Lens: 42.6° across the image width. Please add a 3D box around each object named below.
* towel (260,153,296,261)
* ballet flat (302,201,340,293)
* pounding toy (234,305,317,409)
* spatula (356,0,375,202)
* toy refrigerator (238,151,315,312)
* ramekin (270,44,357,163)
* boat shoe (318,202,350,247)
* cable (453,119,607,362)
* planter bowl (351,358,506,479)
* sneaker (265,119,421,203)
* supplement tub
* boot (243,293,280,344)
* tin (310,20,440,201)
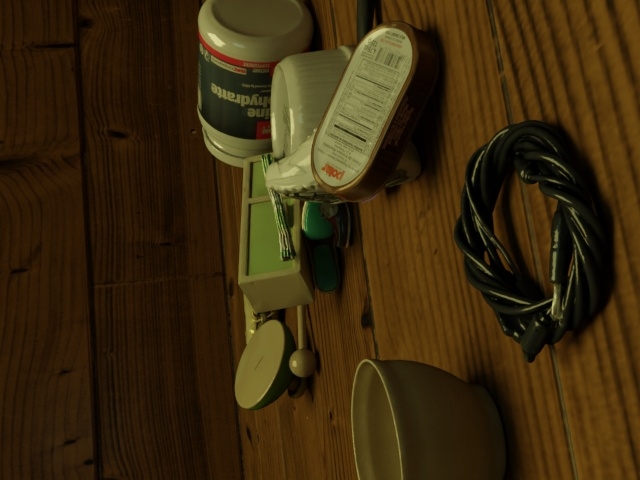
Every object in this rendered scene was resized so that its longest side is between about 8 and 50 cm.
[{"bbox_3d":[-0.065,-0.044,1.182,0.113,0.023,0.152,153,103,-83],"label":"towel"},{"bbox_3d":[0.000,0.000,1.289,0.052,0.057,0.168,-123,30,-85],"label":"ballet flat"},{"bbox_3d":[-0.062,0.245,1.608,0.237,0.110,0.183,-43,33,37],"label":"pounding toy"},{"bbox_3d":[0.062,-0.196,0.988,0.084,0.030,0.297,166,101,-74],"label":"spatula"},{"bbox_3d":[-0.071,-0.025,1.339,0.094,0.102,0.270,67,-163,-48],"label":"toy refrigerator"},{"bbox_3d":[-0.002,-0.159,1.116,0.207,0.109,0.207,176,90,-78],"label":"ramekin"},{"bbox_3d":[0.017,-0.053,1.216,0.049,0.043,0.137,128,135,-70],"label":"boat shoe"},{"bbox_3d":[0.147,-0.013,0.608,0.151,0.047,0.185,101,162,-50],"label":"cable"},{"bbox_3d":[0.100,0.183,0.741,0.162,0.109,0.162,175,90,-78],"label":"planter bowl"},{"bbox_3d":[0.024,-0.109,0.949,0.232,0.090,0.115,-10,74,45],"label":"sneaker"},{"bbox_3d":[-0.116,-0.279,1.415,0.272,0.191,0.191,99,162,-48],"label":"supplement tub"},{"bbox_3d":[-0.125,0.155,1.818,0.262,0.095,0.204,-125,34,-71],"label":"boot"},{"bbox_3d":[0.051,-0.132,0.837,0.106,0.040,0.190,37,105,51],"label":"tin"}]
